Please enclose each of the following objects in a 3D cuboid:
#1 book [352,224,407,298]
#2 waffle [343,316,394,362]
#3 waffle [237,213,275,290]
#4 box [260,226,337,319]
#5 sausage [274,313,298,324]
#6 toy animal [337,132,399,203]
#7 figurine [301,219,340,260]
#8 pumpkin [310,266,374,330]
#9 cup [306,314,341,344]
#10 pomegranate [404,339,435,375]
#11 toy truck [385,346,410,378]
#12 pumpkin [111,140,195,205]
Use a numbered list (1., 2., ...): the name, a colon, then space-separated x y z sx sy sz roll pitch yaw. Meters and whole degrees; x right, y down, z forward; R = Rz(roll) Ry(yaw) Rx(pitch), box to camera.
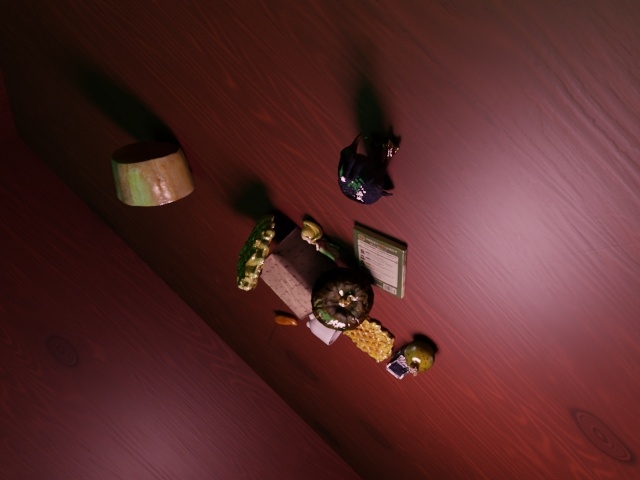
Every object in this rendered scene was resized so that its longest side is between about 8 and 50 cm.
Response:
1. book: 0.207 0.079 1.675 0.201 0.027 0.264 26 146 28
2. waffle: 0.207 0.414 2.056 0.245 0.052 0.254 35 147 17
3. waffle: -0.260 0.038 1.872 0.073 0.318 0.297 20 -167 -19
4. box: -0.082 0.136 1.921 0.297 0.190 0.225 45 147 -4
5. sausage: -0.181 0.414 2.496 0.062 0.054 0.183 25 161 -38
6. toy animal: 0.126 -0.184 1.306 0.122 0.186 0.298 24 163 21
7. figurine: 0.000 0.000 1.782 0.187 0.083 0.083 43 149 13
8. pumpkin: 0.077 0.209 1.726 0.238 0.238 0.159 41 167 4
9. cup: 0.029 0.370 2.159 0.141 0.173 0.134 33 116 20
10. pomegranate: 0.374 0.446 1.829 0.130 0.130 0.130 29 146 22
11. toy truck: 0.334 0.507 1.965 0.083 0.092 0.192 38 156 7
12. pumpkin: -0.708 -0.303 2.014 0.332 0.332 0.199 25 132 27
